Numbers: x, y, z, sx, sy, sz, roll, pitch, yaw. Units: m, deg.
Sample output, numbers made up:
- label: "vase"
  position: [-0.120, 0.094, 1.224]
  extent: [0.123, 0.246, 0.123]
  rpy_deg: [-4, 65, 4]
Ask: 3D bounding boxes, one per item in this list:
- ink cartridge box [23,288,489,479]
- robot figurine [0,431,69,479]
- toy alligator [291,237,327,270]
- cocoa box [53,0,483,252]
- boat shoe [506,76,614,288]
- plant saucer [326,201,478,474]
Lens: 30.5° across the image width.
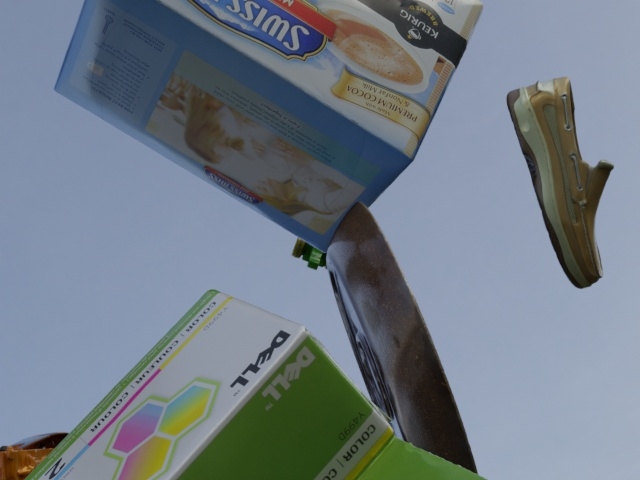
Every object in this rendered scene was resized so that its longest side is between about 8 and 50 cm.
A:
- label: "ink cartridge box"
  position: [-0.041, 0.141, 0.624]
  extent: [0.189, 0.255, 0.097]
  rpy_deg: [-47, -65, -16]
- label: "robot figurine"
  position: [-0.228, 0.275, 1.164]
  extent: [0.085, 0.211, 0.291]
  rpy_deg: [-11, -13, 24]
- label: "toy alligator"
  position: [0.000, 0.000, 1.490]
  extent: [0.056, 0.190, 0.051]
  rpy_deg: [22, -83, -1]
- label: "cocoa box"
  position: [-0.056, -0.196, 1.207]
  extent: [0.347, 0.228, 0.231]
  rpy_deg: [31, -33, -7]
- label: "boat shoe"
  position: [0.227, -0.053, 1.043]
  extent: [0.072, 0.190, 0.068]
  rpy_deg: [-18, 5, 14]
- label: "plant saucer"
  position: [0.068, 0.117, 1.062]
  extent: [0.050, 0.311, 0.311]
  rpy_deg: [-19, -39, -4]
